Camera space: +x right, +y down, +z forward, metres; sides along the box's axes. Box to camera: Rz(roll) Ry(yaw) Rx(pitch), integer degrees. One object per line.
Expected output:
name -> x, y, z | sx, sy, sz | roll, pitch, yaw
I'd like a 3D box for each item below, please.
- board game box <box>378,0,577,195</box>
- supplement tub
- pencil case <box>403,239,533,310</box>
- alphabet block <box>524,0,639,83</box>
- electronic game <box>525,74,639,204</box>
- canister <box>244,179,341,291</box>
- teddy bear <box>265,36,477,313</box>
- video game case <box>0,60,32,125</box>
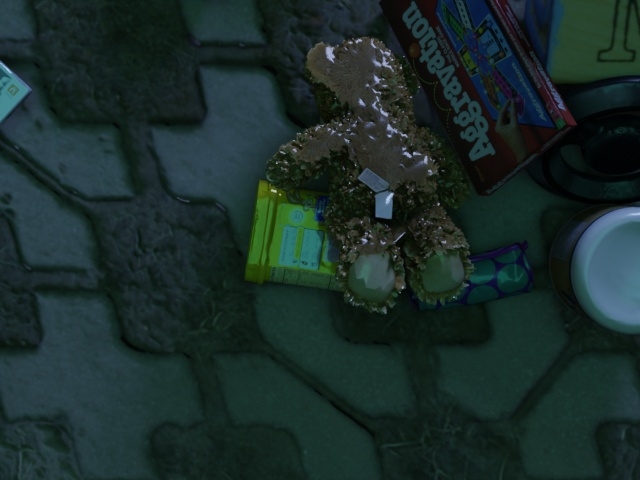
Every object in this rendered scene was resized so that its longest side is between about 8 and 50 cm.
board game box -> 0.176, -0.207, 1.703 | 0.145, 0.027, 0.281 | -42, 64, 38
supplement tub -> 0.349, 0.030, 1.730 | 0.144, 0.199, 0.144 | 0, 93, -2
pencil case -> 0.180, 0.043, 1.792 | 0.152, 0.064, 0.070 | -9, 118, -2
alphabet block -> 0.350, -0.301, 1.690 | 0.197, 0.192, 0.193 | 1, 124, -1
electronic game -> 0.351, -0.114, 1.728 | 0.229, 0.229, 0.048 | 1, 55, -2
canister -> 0.000, 0.000, 1.779 | 0.170, 0.073, 0.126 | 9, 91, -4
teddy bear -> 0.064, -0.069, 1.722 | 0.245, 0.113, 0.338 | -25, 74, -19
video game case -> -0.467, -0.178, 1.731 | 0.190, 0.022, 0.173 | 43, 90, -4
